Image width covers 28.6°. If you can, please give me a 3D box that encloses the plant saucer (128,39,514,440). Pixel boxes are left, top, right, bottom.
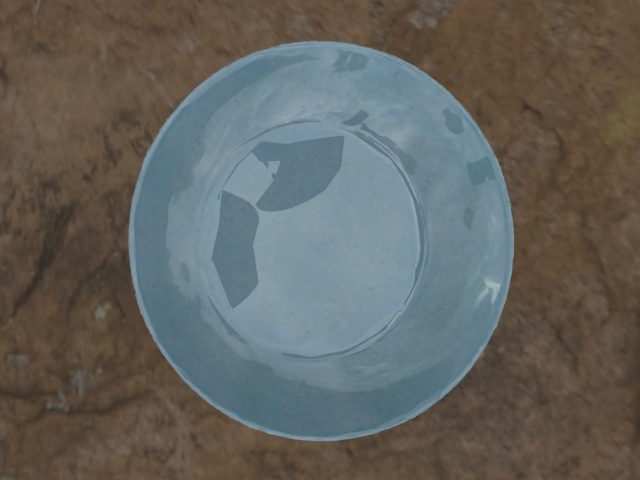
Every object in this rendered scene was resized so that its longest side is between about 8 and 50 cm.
[{"bbox_3d":[0.000,0.000,0.624,0.195,0.037,0.195,0,90,-15],"label":"plant saucer"}]
